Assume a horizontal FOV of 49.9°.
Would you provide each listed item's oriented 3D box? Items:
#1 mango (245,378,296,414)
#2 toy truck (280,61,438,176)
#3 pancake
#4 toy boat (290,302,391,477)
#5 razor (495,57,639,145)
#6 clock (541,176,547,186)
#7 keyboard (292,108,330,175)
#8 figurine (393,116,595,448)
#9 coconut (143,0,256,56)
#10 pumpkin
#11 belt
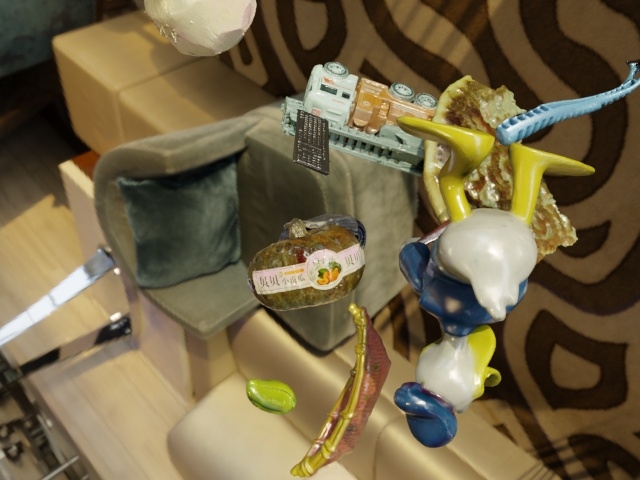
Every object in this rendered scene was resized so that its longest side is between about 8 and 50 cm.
[{"bbox_3d":[-0.140,0.425,1.893,0.165,0.091,0.074,32,158,-27],"label":"mango"},{"bbox_3d":[0.085,-0.243,1.417,0.338,0.184,0.133,18,133,-3],"label":"toy truck"},{"bbox_3d":[0.313,-0.118,1.283,0.067,0.305,0.426,-41,61,54],"label":"pancake"},{"bbox_3d":[0.043,0.264,1.150,0.099,0.141,0.318,20,100,2],"label":"toy boat"},{"bbox_3d":[0.348,-0.186,0.919,0.042,0.253,0.082,68,170,-12],"label":"razor"},{"bbox_3d":[0.543,-0.122,1.915,0.040,0.184,0.184,40,162,-33],"label":"clock"},{"bbox_3d":[-0.013,-0.174,1.195,0.067,0.202,0.011,21,123,-13],"label":"keyboard"},{"bbox_3d":[0.138,0.057,0.761,0.283,0.205,0.338,-72,-5,-86],"label":"figurine"},{"bbox_3d":[-0.190,-0.378,1.116,0.171,0.171,0.183,30,169,39],"label":"coconut"},{"bbox_3d":[-0.031,0.043,1.502,0.260,0.260,0.189,-8,95,58],"label":"pumpkin"},{"bbox_3d":[0.000,0.000,1.782,0.126,0.230,0.139,14,113,50],"label":"belt"}]
